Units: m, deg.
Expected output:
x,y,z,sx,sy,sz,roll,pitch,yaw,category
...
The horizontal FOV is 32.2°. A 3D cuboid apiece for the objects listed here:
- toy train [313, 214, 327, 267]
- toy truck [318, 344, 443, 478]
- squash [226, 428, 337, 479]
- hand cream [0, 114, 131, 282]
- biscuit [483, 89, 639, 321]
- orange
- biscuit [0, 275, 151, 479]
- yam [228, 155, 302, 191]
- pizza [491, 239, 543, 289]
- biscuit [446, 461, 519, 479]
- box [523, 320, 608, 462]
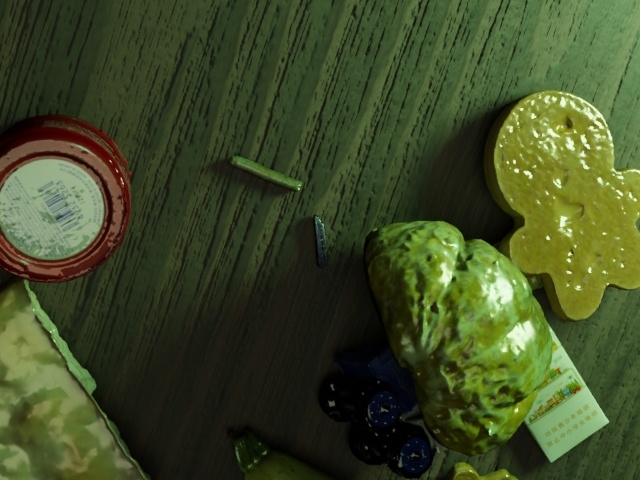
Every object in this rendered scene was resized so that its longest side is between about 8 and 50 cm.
x,y,z,sx,sy,sz,roll,pitch,yaw,category
0.000,0.000,1.694,0.017,0.017,0.083,-8,105,-10,toy train
0.117,0.252,1.725,0.177,0.161,0.213,-41,109,-22,toy truck
-0.044,0.410,1.744,0.287,0.137,0.137,32,97,-10,squash
-0.374,-0.060,1.548,0.230,0.149,0.230,-3,104,-12,hand cream
0.378,-0.058,1.708,0.275,0.052,0.355,-31,100,-13,biscuit
0.215,0.130,1.610,0.210,0.271,0.369,-19,106,29,orange
-0.488,0.338,1.652,0.446,0.104,0.429,-37,106,-2,biscuit
-0.083,-0.099,1.652,0.116,0.021,0.021,21,100,-15,yam
0.334,0.035,1.750,0.160,0.036,0.099,-4,105,-9,pizza
0.217,0.459,1.838,0.248,0.035,0.184,-11,105,-6,biscuit
0.369,0.246,1.813,0.122,0.032,0.220,-34,108,1,box
